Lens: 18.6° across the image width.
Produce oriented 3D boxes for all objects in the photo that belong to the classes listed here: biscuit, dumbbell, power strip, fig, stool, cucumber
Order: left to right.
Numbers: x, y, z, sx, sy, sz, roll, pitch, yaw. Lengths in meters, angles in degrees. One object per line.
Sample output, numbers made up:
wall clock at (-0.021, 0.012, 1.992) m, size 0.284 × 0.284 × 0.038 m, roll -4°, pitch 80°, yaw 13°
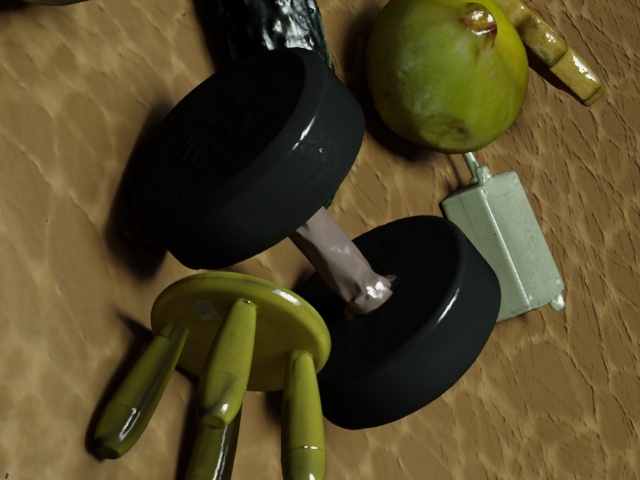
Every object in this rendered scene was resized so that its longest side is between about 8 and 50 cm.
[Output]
stool at (-0.056, 0.092, 1.150) m, size 0.135 × 0.134 × 0.110 m, roll 13°, pitch 53°, yaw 1°
cucumber at (-0.041, -0.162, 1.350) m, size 0.072 × 0.081 × 0.303 m, roll 90°, pitch -20°, yaw -88°
dumbbell at (0.000, 0.000, 1.246) m, size 0.218 × 0.152 × 0.152 m, roll 49°, pitch 37°, yaw -29°
fig at (0.096, -0.133, 1.499) m, size 0.136 × 0.121 × 0.153 m, roll 54°, pitch 16°, yaw 0°
power strip at (0.137, -0.016, 1.561) m, size 0.075 × 0.042 × 0.175 m, roll -22°, pitch 89°, yaw -58°
biscuit at (0.146, -0.196, 1.611) m, size 0.225 × 0.036 × 0.166 m, roll 40°, pitch 5°, yaw -21°

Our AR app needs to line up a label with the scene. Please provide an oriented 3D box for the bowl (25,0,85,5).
bowl at (-0.171, -0.228, 1.160) m, size 0.211 × 0.112 × 0.211 m, roll 33°, pitch 47°, yaw -44°
